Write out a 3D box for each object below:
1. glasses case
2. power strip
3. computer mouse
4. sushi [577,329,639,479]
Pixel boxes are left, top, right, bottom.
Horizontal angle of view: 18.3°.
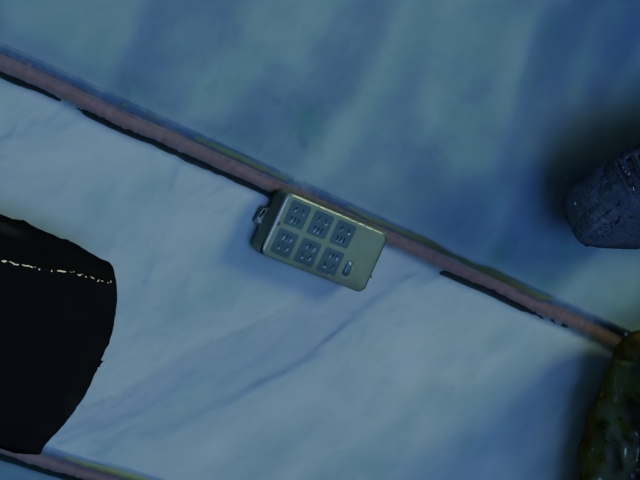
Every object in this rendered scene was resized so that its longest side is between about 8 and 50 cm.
[{"bbox_3d":[0.281,-0.042,1.280,0.282,0.109,0.067,-7,69,-30],"label":"glasses case"},{"bbox_3d":[0.000,0.000,1.170,0.090,0.016,0.040,22,95,-36],"label":"power strip"},{"bbox_3d":[-0.200,0.038,1.021,0.217,0.073,0.122,24,97,-43],"label":"computer mouse"},{"bbox_3d":[0.256,0.158,1.292,0.139,0.184,0.274,-6,110,-32],"label":"sushi"}]
